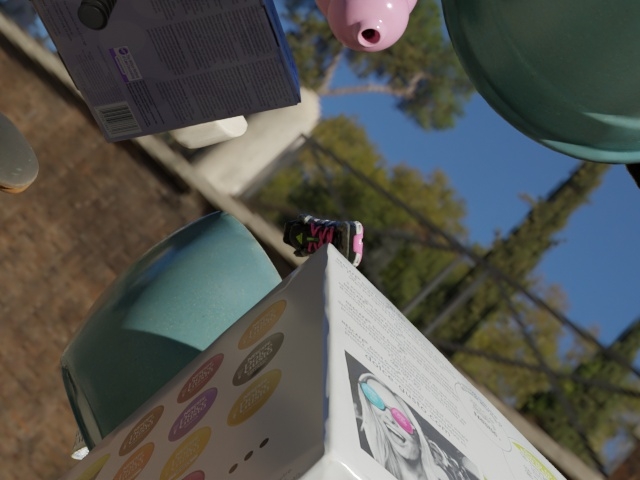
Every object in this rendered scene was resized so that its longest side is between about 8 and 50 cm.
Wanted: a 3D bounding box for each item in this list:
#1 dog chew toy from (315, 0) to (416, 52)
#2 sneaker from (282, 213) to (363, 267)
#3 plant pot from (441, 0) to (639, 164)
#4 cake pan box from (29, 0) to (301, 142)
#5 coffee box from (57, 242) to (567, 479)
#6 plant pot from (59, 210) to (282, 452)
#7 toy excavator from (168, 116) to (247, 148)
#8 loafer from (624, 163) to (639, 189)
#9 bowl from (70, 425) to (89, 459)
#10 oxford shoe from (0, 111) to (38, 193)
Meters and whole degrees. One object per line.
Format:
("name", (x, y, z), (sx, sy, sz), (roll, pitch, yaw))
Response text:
("dog chew toy", (0.074, -0.432, 2.263), (0.332, 0.206, 0.207), (-91, 159, -44))
("sneaker", (0.000, 0.000, 1.809), (0.074, 0.063, 0.170), (5, 4, -23))
("plant pot", (0.308, -0.262, 1.190), (0.341, 0.341, 0.334), (47, -11, -1))
("cake pan box", (-0.169, -0.232, 1.570), (0.267, 0.245, 0.070), (67, 17, -48))
("coffee box", (0.000, 0.275, 1.008), (0.338, 0.337, 0.334), (44, 16, -16))
("plant pot", (-0.140, 0.139, 1.353), (0.290, 0.195, 0.290), (54, -24, 38))
("toy excavator", (-0.137, -0.388, 1.941), (0.222, 0.433, 0.445), (-14, -78, 27))
("loafer", (0.507, -0.059, 1.954), (0.268, 0.092, 0.102), (-116, -148, -55))
("bowl", (-0.229, 0.211, 1.699), (0.170, 0.170, 0.080), (106, -29, -73))
("oxford shoe", (-0.359, -0.096, 1.354), (0.212, 0.076, 0.076), (32, -48, 21))
